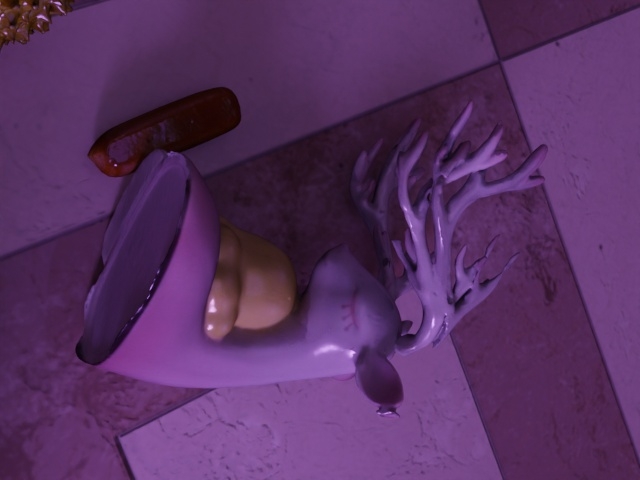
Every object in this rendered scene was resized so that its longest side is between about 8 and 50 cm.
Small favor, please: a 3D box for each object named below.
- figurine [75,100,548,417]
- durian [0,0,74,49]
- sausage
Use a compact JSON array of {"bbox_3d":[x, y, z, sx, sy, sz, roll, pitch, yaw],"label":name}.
[{"bbox_3d":[0.006,0.006,0.836,0.316,0.206,0.284,18,89,-31],"label":"figurine"},{"bbox_3d":[-0.269,-0.213,0.738,0.193,0.137,0.237,-40,64,-21],"label":"durian"},{"bbox_3d":[-0.127,-0.088,0.853,0.131,0.039,0.041,-27,107,-26],"label":"sausage"}]
